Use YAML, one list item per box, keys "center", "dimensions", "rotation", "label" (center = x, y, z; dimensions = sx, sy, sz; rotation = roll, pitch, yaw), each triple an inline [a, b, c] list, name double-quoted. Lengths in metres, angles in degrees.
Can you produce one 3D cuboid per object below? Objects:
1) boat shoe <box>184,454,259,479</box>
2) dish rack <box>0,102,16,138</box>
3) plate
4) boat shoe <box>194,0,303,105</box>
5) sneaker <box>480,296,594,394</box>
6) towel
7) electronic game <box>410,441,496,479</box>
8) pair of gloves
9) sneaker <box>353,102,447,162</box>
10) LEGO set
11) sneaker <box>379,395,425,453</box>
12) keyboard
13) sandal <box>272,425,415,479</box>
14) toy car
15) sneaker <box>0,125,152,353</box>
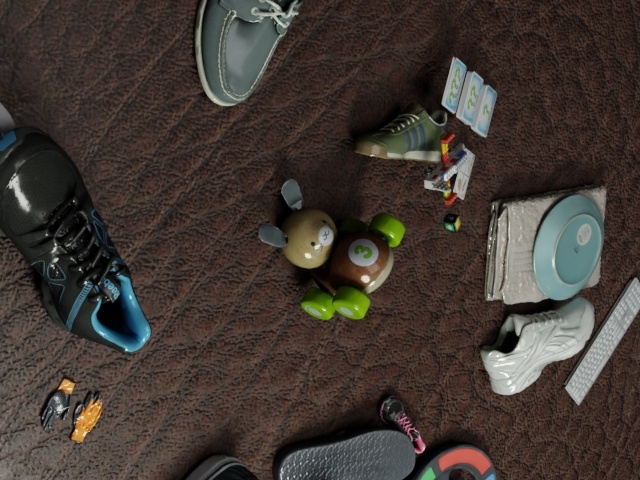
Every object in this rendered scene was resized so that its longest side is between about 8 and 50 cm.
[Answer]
- center: [-0.203, 0.451, 1.809]
  dimensions: [0.335, 0.119, 0.121]
  rotation: [-53, 129, -13]
  label: "boat shoe"
- center: [-0.524, -0.132, 1.401]
  dimensions: [0.285, 0.072, 0.333]
  rotation: [-48, 128, -17]
  label: "dish rack"
- center: [0.435, 0.014, 2.208]
  dimensions: [0.188, 0.024, 0.188]
  rotation: [-13, 111, -37]
  label: "plate"
- center: [-0.077, -0.330, 1.692]
  dimensions: [0.116, 0.099, 0.320]
  rotation: [14, 94, -41]
  label: "boat shoe"
- center: [0.374, 0.160, 2.211]
  dimensions: [0.232, 0.090, 0.115]
  rotation: [-38, 116, -15]
  label: "sneaker"
- center: [0.395, 0.005, 2.218]
  dimensions: [0.282, 0.049, 0.187]
  rotation: [-11, 111, -37]
  label: "towel"
- center: [0.220, 0.458, 2.209]
  dimensions: [0.229, 0.048, 0.229]
  rotation: [-13, 111, -36]
  label: "electronic game"
- center: [-0.330, 0.228, 1.710]
  dimensions: [0.083, 0.010, 0.074]
  rotation: [33, 82, -40]
  label: "pair of gloves"
- center: [0.125, -0.167, 1.934]
  dimensions: [0.192, 0.064, 0.086]
  rotation: [0, 104, -46]
  label: "sneaker"
- center: [0.225, -0.138, 1.979]
  dimensions: [0.182, 0.060, 0.244]
  rotation: [25, 79, -61]
  label: "LEGO set"
- center: [0.138, 0.303, 2.089]
  dimensions: [0.047, 0.057, 0.119]
  rotation: [-41, 124, -21]
  label: "sneaker"
- center: [0.538, 0.189, 2.414]
  dimensions: [0.256, 0.014, 0.072]
  rotation: [-55, 129, -13]
  label: "keyboard"
- center: [0.038, 0.338, 2.026]
  dimensions: [0.254, 0.054, 0.097]
  rotation: [2, 101, -29]
  label: "sandal"
- center: [0.000, 0.000, 1.840]
  dimensions: [0.188, 0.149, 0.155]
  rotation: [40, 65, -28]
  label: "toy car"
- center: [-0.292, 0.003, 1.542]
  dimensions: [0.125, 0.139, 0.341]
  rotation: [-45, 142, -22]
  label: "sneaker"
